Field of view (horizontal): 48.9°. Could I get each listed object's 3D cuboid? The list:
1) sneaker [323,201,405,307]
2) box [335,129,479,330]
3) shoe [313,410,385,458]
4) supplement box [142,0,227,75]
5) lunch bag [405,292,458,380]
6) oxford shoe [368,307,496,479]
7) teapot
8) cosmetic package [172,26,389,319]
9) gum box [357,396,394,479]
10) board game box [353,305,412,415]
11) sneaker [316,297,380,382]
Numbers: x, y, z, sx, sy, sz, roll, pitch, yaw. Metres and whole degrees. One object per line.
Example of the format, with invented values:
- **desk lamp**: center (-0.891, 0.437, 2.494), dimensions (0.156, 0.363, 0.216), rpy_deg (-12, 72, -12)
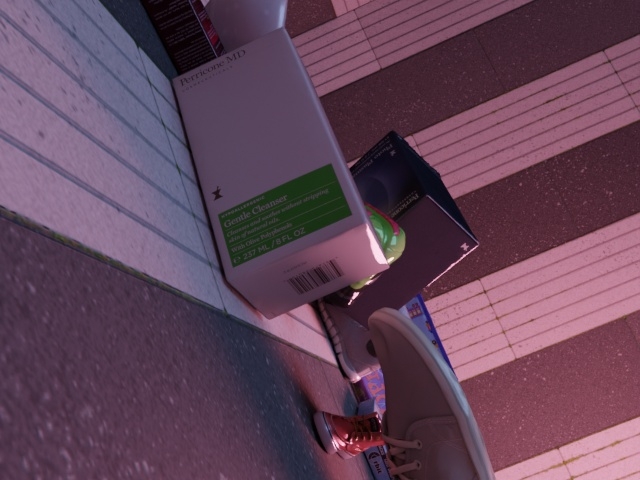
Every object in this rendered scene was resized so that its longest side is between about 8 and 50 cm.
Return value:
- **sneaker**: center (-0.023, -0.019, 1.309), dimensions (0.185, 0.202, 0.483), rpy_deg (30, 5, -22)
- **box**: center (0.129, -0.027, 1.475), dimensions (0.183, 0.296, 0.294), rpy_deg (38, 20, -30)
- **shoe**: center (0.049, 0.285, 1.065), dimensions (0.178, 0.081, 0.063), rpy_deg (57, 11, -60)
- **supplement box**: center (-0.208, -0.325, 1.165), dimensions (0.130, 0.073, 0.239), rpy_deg (-98, 163, -68)
- **lunch bag**: center (0.207, 0.278, 1.880), dimensions (0.138, 0.221, 0.293), rpy_deg (42, 26, -78)
- **oxford shoe**: center (0.157, 0.316, 1.025), dimensions (0.449, 0.130, 0.169), rpy_deg (69, -16, 0)
- **teapot**: center (-0.167, -0.411, 1.408), dimensions (0.256, 0.187, 0.252), rpy_deg (118, -21, -76)
- **cosmetic package**: center (-0.063, -0.100, 0.999), dimensions (0.155, 0.197, 0.365), rpy_deg (56, 11, -59)
- **gum box**: center (0.119, 0.413, 1.408), dimensions (0.184, 0.041, 0.157), rpy_deg (-13, 81, -84)
- **board game box**: center (0.139, 0.238, 1.628), dimensions (0.056, 0.208, 0.347), rpy_deg (-46, -119, 52)
- **sneaker**: center (0.080, 0.181, 1.524), dimensions (0.086, 0.132, 0.228), rpy_deg (46, 21, -75)
